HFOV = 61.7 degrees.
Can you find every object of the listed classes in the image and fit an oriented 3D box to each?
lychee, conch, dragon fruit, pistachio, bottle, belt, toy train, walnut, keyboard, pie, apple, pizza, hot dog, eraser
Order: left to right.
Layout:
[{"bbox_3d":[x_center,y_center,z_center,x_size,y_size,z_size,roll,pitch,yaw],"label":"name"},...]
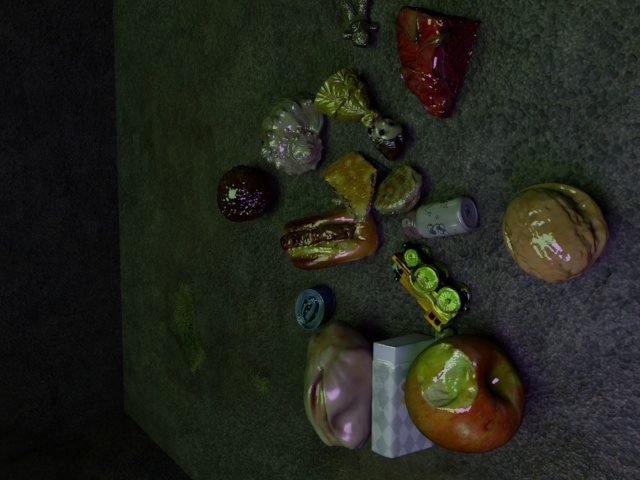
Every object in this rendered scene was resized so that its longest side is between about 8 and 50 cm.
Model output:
[{"bbox_3d":[-0.316,-0.194,2.190,0.236,0.235,0.271,-68,30,30],"label":"lychee"},{"bbox_3d":[-0.128,-0.415,1.978,0.352,0.209,0.297,36,108,31],"label":"conch"},{"bbox_3d":[-0.023,0.264,2.102,0.141,0.082,0.190,43,126,26],"label":"belt"},{"bbox_3d":[0.000,-0.002,1.921,0.404,0.223,0.186,-11,95,46],"label":"hot dog"},{"bbox_3d":[0.079,0.500,1.858,0.281,0.365,0.447,-7,94,31],"label":"pistachio"},{"bbox_3d":[0.117,-0.179,1.803,0.189,0.071,0.297,-40,46,12],"label":"pizza"},{"bbox_3d":[0.208,-0.228,1.810,0.155,0.010,0.053,39,125,32],"label":"keyboard"},{"bbox_3d":[0.247,-0.161,1.709,0.193,0.078,0.163,-2,74,55],"label":"pie"},{"bbox_3d":[0.281,0.517,1.789,0.082,0.212,0.398,-157,64,-62],"label":"eraser"},{"bbox_3d":[0.340,0.140,1.696,0.296,0.100,0.161,50,127,25],"label":"toy train"},{"bbox_3d":[0.353,-0.064,1.635,0.233,0.109,0.110,-10,92,45],"label":"bottle"},{"bbox_3d":[0.342,-0.506,1.520,0.240,0.302,0.331,-7,113,14],"label":"dragon fruit"},{"bbox_3d":[0.404,0.441,1.541,0.339,0.339,0.340,12,108,43],"label":"apple"},{"bbox_3d":[0.577,-0.026,1.340,0.256,0.224,0.258,2,93,42],"label":"walnut"}]

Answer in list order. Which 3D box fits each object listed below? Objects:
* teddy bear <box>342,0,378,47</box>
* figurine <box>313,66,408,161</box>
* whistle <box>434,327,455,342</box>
[{"bbox_3d":[0.126,-0.701,1.743,0.119,0.078,0.161,-10,85,11],"label":"teddy bear"},{"bbox_3d":[0.154,-0.397,1.725,0.315,0.187,0.168,45,137,20],"label":"figurine"},{"bbox_3d":[0.396,0.433,1.741,0.067,0.057,0.327,10,106,43],"label":"whistle"}]
